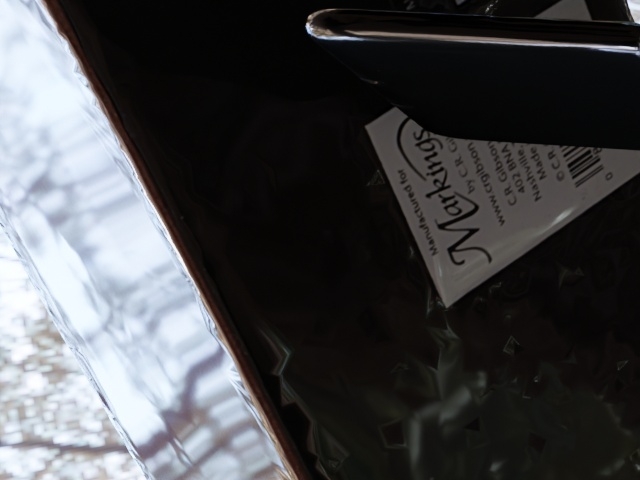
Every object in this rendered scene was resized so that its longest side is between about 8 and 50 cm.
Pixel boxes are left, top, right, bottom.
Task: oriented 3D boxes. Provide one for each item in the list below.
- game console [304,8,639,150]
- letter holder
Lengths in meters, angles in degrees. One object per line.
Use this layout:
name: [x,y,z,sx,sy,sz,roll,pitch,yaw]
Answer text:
game console: [0.068,-0.054,0.373,0.071,0.122,0.107,39,-85,15]
letter holder: [0.000,0.000,0.594,0.214,0.152,0.302,20,-40,59]
